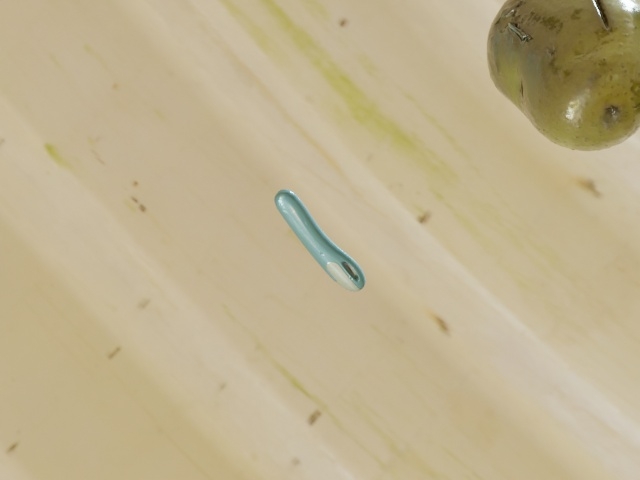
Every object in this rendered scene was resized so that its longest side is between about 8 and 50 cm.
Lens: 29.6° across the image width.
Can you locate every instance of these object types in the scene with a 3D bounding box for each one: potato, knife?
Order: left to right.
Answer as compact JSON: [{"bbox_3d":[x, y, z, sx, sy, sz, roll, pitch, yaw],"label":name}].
[{"bbox_3d":[0.000,0.000,2.031,0.222,0.064,0.031,51,-136,-16],"label":"knife"},{"bbox_3d":[0.253,-0.184,1.212,0.143,0.248,0.169,3,-60,-14],"label":"potato"}]
